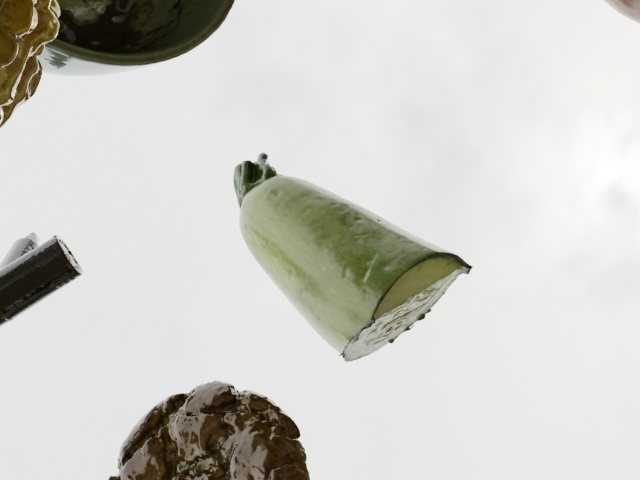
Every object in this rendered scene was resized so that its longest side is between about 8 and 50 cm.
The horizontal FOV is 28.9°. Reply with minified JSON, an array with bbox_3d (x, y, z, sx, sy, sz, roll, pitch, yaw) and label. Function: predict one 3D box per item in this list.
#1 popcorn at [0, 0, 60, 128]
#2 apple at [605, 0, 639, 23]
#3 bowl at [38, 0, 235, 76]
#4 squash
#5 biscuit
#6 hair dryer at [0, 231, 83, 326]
[{"bbox_3d":[-0.232,-0.129,0.699,0.180,0.180,0.170,-51,-31,-31],"label":"popcorn"},{"bbox_3d":[0.223,-0.207,0.772,0.146,0.146,0.131,-39,-83,-36],"label":"apple"},{"bbox_3d":[-0.217,-0.248,0.990,0.289,0.146,0.289,14,-113,-34],"label":"bowl"},{"bbox_3d":[-0.007,0.015,1.145,0.137,0.287,0.137,-24,-51,-35],"label":"squash"},{"bbox_3d":[-0.102,0.220,1.033,0.042,0.226,0.226,36,-114,-46],"label":"biscuit"},{"bbox_3d":[-0.317,0.041,1.211,0.173,0.195,0.050,-31,-73,-3],"label":"hair dryer"}]
